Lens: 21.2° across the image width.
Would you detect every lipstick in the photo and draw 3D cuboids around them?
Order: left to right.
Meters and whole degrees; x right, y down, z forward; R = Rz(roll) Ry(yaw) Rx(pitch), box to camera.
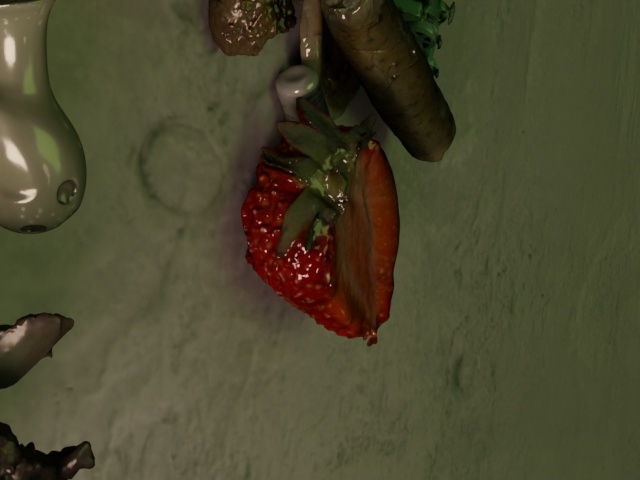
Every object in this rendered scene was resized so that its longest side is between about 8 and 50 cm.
[{"bbox_3d":[-0.006,-0.091,1.513,0.141,0.040,0.040,73,32,-40],"label":"lipstick"}]

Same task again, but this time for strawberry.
[{"bbox_3d":[0.006,-0.010,1.489,0.228,0.098,0.174,54,50,-59],"label":"strawberry"}]

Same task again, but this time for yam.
[{"bbox_3d":[0.066,-0.158,1.569,0.317,0.067,0.071,52,54,-62],"label":"yam"}]

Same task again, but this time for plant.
[{"bbox_3d":[-0.214,0.128,0.989,0.131,0.142,0.203,30,76,-54],"label":"plant"}]

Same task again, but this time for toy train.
[{"bbox_3d":[0.086,-0.221,1.650,0.149,0.081,0.099,91,12,-64],"label":"toy train"}]

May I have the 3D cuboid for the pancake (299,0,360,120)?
[{"bbox_3d":[0.013,-0.184,1.551,0.151,0.025,0.152,2,90,-71],"label":"pancake"}]

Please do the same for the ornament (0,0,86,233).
[{"bbox_3d":[-0.190,-0.079,1.066,0.081,0.074,0.156,-32,126,-51],"label":"ornament"}]

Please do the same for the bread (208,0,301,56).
[{"bbox_3d":[-0.048,-0.202,1.371,0.113,0.060,0.082,-58,147,-43],"label":"bread"}]
